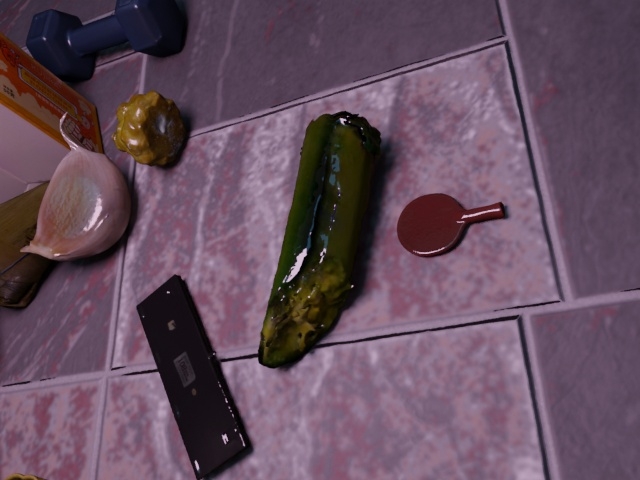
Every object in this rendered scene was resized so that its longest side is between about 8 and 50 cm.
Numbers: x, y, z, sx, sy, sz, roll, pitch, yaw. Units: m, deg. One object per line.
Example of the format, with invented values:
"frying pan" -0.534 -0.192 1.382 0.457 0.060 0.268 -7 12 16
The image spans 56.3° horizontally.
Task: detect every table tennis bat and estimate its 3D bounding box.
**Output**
"table tennis bat" 0.181 -0.029 0.847 0.154 0.019 0.098 -12 62 23

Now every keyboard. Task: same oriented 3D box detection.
"keyboard" -0.198 0.197 0.918 0.106 0.027 0.317 -37 57 10

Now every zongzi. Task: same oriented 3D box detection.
"zongzi" -0.581 -0.028 1.042 0.123 0.289 0.260 31 82 30

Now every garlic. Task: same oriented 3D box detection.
"garlic" -0.411 -0.089 1.072 0.128 0.148 0.266 -10 68 44

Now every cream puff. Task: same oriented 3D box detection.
"cream puff" -0.323 -0.205 1.095 0.116 0.146 0.146 9 71 29

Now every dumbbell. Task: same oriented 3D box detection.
"dumbbell" -0.452 -0.436 1.257 0.325 0.160 0.144 -9 33 22

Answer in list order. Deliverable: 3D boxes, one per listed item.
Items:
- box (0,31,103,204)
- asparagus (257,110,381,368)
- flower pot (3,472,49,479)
"box" -0.616 -0.209 1.145 0.259 0.283 0.214 -30 60 10
"asparagus" 0.000 0.000 0.869 0.128 0.108 0.382 4 71 25
"flower pot" -0.345 0.421 0.782 0.195 0.179 0.195 -25 47 30
